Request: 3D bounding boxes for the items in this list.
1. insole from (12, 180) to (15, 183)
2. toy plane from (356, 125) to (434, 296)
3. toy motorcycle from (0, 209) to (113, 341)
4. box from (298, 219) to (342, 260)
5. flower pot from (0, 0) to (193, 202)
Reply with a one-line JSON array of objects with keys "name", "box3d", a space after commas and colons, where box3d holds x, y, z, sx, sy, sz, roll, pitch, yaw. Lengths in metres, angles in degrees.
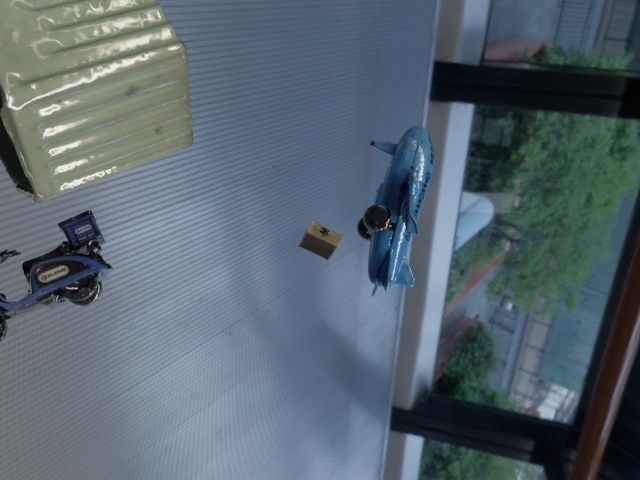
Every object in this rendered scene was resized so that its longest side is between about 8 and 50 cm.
[{"name": "insole", "box3d": [-0.533, -0.123, 1.104, 0.002, 0.135, 0.045, 10, 84, -50]}, {"name": "toy plane", "box3d": [0.115, -0.050, 0.930, 0.254, 0.105, 0.271, 115, -18, -80]}, {"name": "toy motorcycle", "box3d": [-0.655, 0.084, 1.372, 0.359, 0.212, 0.125, -26, 173, -18]}, {"name": "box", "box3d": [0.000, 0.000, 1.354, 0.083, 0.079, 0.035, 120, -5, -59]}, {"name": "flower pot", "box3d": [-0.270, -0.175, 0.646, 0.190, 0.239, 0.209, -29, 174, -29]}]
